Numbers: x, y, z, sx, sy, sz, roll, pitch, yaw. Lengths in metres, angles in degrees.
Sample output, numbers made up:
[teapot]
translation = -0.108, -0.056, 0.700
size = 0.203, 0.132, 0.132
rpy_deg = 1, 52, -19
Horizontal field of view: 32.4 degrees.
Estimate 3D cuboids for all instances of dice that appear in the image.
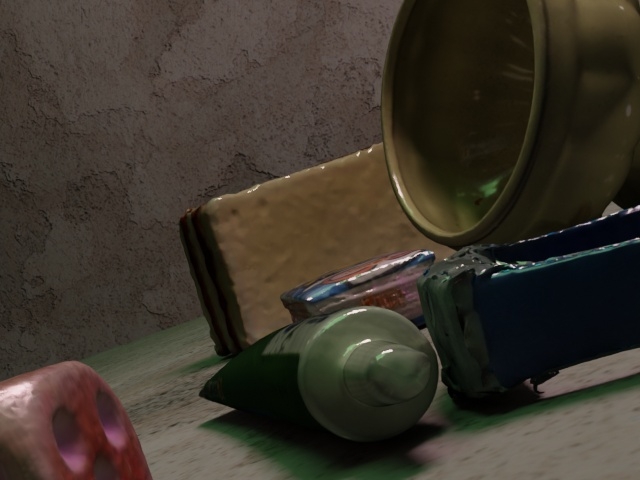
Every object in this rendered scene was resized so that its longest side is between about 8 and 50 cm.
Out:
[dice]
translation = -0.111, 0.098, 0.373
size = 0.093, 0.094, 0.091
rpy_deg = -21, -3, 8

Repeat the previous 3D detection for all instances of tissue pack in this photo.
[tissue pack]
translation = 0.036, 0.051, 0.939
size = 0.116, 0.065, 0.155
rpy_deg = -21, 0, -9

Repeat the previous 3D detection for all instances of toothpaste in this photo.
[toothpaste]
translation = -0.007, 0.075, 0.625
size = 0.099, 0.061, 0.392
rpy_deg = -21, -2, -13

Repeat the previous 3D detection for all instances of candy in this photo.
[candy]
translation = 0.000, 0.000, 1.311
size = 0.321, 0.179, 0.135
rpy_deg = -21, 1, -27

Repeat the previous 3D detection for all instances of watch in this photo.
[watch]
translation = 0.185, 0.008, 0.493
size = 0.275, 0.068, 0.276
rpy_deg = -16, 0, -3

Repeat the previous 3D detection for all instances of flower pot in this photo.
[flower pot]
translation = 0.222, -0.126, 1.002
size = 0.244, 0.307, 0.307
rpy_deg = 1, -8, -23
